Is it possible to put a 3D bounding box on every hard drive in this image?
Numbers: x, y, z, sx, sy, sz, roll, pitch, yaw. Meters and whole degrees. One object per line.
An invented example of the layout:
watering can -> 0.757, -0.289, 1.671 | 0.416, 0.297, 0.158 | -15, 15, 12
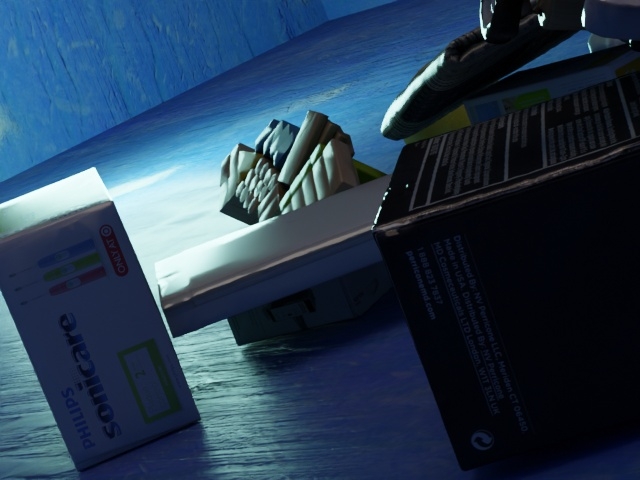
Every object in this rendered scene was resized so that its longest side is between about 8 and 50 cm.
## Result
hard drive -> 0.000, 0.000, 1.755 | 0.307, 0.040, 0.203 | -21, 12, -2

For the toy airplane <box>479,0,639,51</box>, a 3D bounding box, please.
toy airplane -> 0.226, -0.245, 1.250 | 0.384, 0.272, 0.386 | 12, 13, 33

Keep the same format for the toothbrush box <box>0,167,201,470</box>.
toothbrush box -> -0.211, 0.061, 1.720 | 0.122, 0.206, 0.283 | -22, 10, -5

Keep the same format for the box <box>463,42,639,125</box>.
box -> 0.266, -0.126, 1.965 | 0.103, 0.114, 0.203 | -29, 12, -40

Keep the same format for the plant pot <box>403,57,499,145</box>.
plant pot -> 0.172, -0.141, 2.235 | 0.134, 0.134, 0.095 | -25, 37, -20

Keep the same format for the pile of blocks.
pile of blocks -> 0.001, -0.053, 2.038 | 0.149, 0.112, 0.362 | -65, 22, 3

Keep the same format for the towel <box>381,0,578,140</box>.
towel -> 0.220, -0.230, 1.965 | 0.324, 0.056, 0.312 | -32, -4, -13

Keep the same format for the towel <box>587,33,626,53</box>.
towel -> 0.548, -0.313, 2.412 | 0.320, 0.090, 0.374 | -14, 13, 37

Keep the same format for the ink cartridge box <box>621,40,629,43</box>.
ink cartridge box -> 0.445, -0.239, 1.902 | 0.224, 0.045, 0.223 | 12, -28, -15

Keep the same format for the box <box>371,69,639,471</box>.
box -> 0.211, -0.004, 1.301 | 0.294, 0.183, 0.296 | -19, 11, 11

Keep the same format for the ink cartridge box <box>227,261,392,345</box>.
ink cartridge box -> -0.013, 0.045, 1.813 | 0.135, 0.056, 0.099 | -15, 12, 29
